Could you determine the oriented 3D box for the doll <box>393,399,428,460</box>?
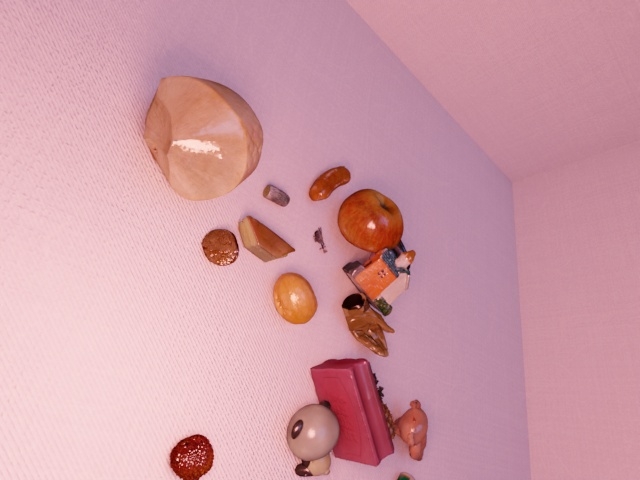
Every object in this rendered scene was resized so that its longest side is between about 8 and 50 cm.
[{"bbox_3d":[0.409,0.879,1.819,0.201,0.156,0.304,-61,147,-46],"label":"doll"}]

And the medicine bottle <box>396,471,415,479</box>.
[{"bbox_3d":[0.350,1.069,1.711,0.130,0.080,0.080,-39,104,-44],"label":"medicine bottle"}]

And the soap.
[{"bbox_3d":[0.117,0.639,1.524,0.128,0.232,0.360,-14,86,-44],"label":"soap"}]

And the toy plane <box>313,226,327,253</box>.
[{"bbox_3d":[0.000,0.000,1.770,0.049,0.031,0.121,-8,79,-54],"label":"toy plane"}]

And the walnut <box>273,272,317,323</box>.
[{"bbox_3d":[-0.098,0.217,1.512,0.159,0.159,0.207,-31,99,-45],"label":"walnut"}]

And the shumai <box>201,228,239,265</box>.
[{"bbox_3d":[-0.339,0.035,1.396,0.123,0.139,0.105,-32,134,-17],"label":"shumai"}]

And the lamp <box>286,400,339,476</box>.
[{"bbox_3d":[-0.023,0.702,1.420,0.197,0.197,0.244,-21,114,-45],"label":"lamp"}]

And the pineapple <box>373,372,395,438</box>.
[{"bbox_3d":[0.224,0.688,1.675,0.157,0.157,0.279,10,66,-42],"label":"pineapple"}]

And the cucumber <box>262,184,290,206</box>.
[{"bbox_3d":[-0.178,-0.182,1.636,0.111,0.064,0.064,26,60,-37],"label":"cucumber"}]

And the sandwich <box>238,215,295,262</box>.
[{"bbox_3d":[-0.210,0.014,1.517,0.258,0.094,0.096,38,52,-31],"label":"sandwich"}]

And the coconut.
[{"bbox_3d":[-0.384,-0.331,1.291,0.415,0.344,0.415,40,25,-23],"label":"coconut"}]

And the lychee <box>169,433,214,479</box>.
[{"bbox_3d":[-0.361,0.621,1.149,0.129,0.123,0.123,47,49,-21],"label":"lychee"}]

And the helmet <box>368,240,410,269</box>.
[{"bbox_3d":[0.327,0.098,1.971,0.199,0.154,0.253,62,28,-5],"label":"helmet"}]

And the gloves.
[{"bbox_3d":[0.208,0.374,1.763,0.154,0.141,0.331,-46,118,-30],"label":"gloves"}]

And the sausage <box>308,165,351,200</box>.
[{"bbox_3d":[0.041,-0.263,1.848,0.270,0.108,0.109,-44,107,-43],"label":"sausage"}]

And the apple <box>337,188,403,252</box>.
[{"bbox_3d":[0.233,-0.097,1.827,0.308,0.250,0.278,13,28,-2],"label":"apple"}]

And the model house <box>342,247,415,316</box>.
[{"bbox_3d":[0.293,0.142,1.782,0.300,0.190,0.271,-39,99,1],"label":"model house"}]
